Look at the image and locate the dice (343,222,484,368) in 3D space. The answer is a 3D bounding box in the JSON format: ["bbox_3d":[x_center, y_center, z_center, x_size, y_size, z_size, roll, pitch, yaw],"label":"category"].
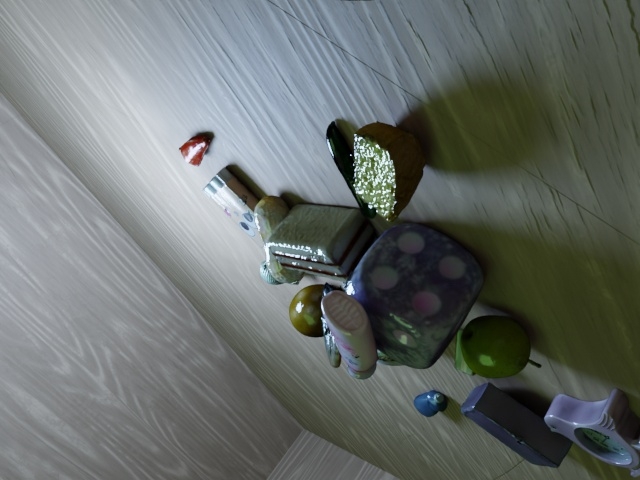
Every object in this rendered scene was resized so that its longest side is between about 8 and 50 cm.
[{"bbox_3d":[0.233,0.141,1.563,0.271,0.270,0.270,32,155,19],"label":"dice"}]

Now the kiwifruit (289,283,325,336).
[{"bbox_3d":[-0.011,0.251,2.211,0.196,0.196,0.234,41,151,-1],"label":"kiwifruit"}]

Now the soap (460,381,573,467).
[{"bbox_3d":[0.593,0.576,1.917,0.296,0.107,0.285,36,167,12],"label":"soap"}]

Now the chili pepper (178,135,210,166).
[{"bbox_3d":[-0.395,-0.301,1.997,0.088,0.065,0.169,46,152,-13],"label":"chili pepper"}]

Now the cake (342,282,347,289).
[{"bbox_3d":[0.134,0.099,1.820,0.135,0.134,0.147,53,164,-30],"label":"cake"}]

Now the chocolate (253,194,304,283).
[{"bbox_3d":[-0.130,0.005,1.964,0.134,0.134,0.310,10,124,49],"label":"chocolate"}]

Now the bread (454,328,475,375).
[{"bbox_3d":[0.458,0.323,1.860,0.074,0.084,0.139,15,115,45],"label":"bread"}]

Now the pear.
[{"bbox_3d":[0.477,0.287,1.618,0.216,0.166,0.180,22,146,-13],"label":"pear"}]

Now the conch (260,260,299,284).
[{"bbox_3d":[-0.149,0.101,2.265,0.153,0.102,0.135,4,137,2],"label":"conch"}]

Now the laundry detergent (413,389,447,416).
[{"bbox_3d":[0.424,0.617,2.349,0.096,0.061,0.206,45,156,11],"label":"laundry detergent"}]

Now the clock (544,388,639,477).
[{"bbox_3d":[0.742,0.484,1.634,0.275,0.080,0.290,24,151,32],"label":"clock"}]

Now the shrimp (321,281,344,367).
[{"bbox_3d":[0.036,0.209,1.732,0.075,0.290,0.178,7,141,0],"label":"shrimp"}]

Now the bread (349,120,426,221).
[{"bbox_3d":[0.149,-0.167,1.329,0.143,0.139,0.229,33,154,21],"label":"bread"}]

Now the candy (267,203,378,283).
[{"bbox_3d":[0.000,0.000,1.782,0.320,0.179,0.135,11,144,49],"label":"candy"}]

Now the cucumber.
[{"bbox_3d":[0.076,-0.169,1.536,0.056,0.056,0.284,11,137,48],"label":"cucumber"}]

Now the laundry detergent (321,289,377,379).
[{"bbox_3d":[0.083,0.252,1.533,0.159,0.087,0.335,48,166,32],"label":"laundry detergent"}]

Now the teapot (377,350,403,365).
[{"bbox_3d":[0.248,0.321,1.983,0.297,0.204,0.140,3,94,31],"label":"teapot"}]

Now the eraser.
[{"bbox_3d":[-0.259,-0.107,2.089,0.290,0.087,0.171,45,150,-10],"label":"eraser"}]
